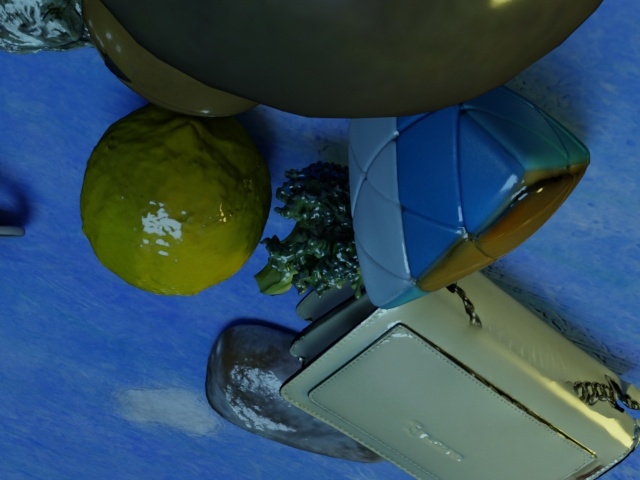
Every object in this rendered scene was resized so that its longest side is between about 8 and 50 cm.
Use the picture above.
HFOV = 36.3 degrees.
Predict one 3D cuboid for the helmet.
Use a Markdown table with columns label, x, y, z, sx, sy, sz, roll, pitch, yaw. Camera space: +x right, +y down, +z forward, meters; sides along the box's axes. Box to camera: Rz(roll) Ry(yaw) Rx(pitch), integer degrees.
| label | x | y | z | sx | sy | sz | roll | pitch | yaw |
| --- | --- | --- | --- | --- | --- | --- | --- | --- | --- |
| helmet | -0.116 | -0.189 | 0.875 | 0.224 | 0.130 | 0.198 | 36 | 139 | -20 |

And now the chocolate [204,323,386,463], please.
| label | x | y | z | sx | sy | sz | roll | pitch | yaw |
| --- | --- | --- | --- | --- | --- | --- | --- | --- | --- |
| chocolate | -0.012 | 0.222 | 1.312 | 0.303 | 0.100 | 0.185 | 19 | 136 | -5 |

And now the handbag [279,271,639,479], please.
| label | x | y | z | sx | sy | sz | roll | pitch | yaw |
| --- | --- | --- | --- | --- | --- | --- | --- | --- | --- |
| handbag | 0.163 | 0.155 | 1.126 | 0.359 | 0.160 | 0.237 | 35 | 131 | -20 |

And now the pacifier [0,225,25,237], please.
| label | x | y | z | sx | sy | sz | roll | pitch | yaw |
| --- | --- | --- | --- | --- | --- | --- | --- | --- | --- |
| pacifier | -0.505 | 0.030 | 1.184 | 0.279 | 0.227 | 0.207 | 0 | 92 | 21 |

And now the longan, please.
| label | x | y | z | sx | sy | sz | roll | pitch | yaw |
| --- | --- | --- | --- | --- | --- | --- | --- | --- | --- |
| longan | 0.010 | -0.261 | 0.598 | 0.405 | 0.404 | 0.336 | 15 | 175 | 4 |

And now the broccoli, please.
| label | x | y | z | sx | sy | sz | roll | pitch | yaw |
| --- | --- | --- | --- | --- | --- | --- | --- | --- | --- |
| broccoli | 0.000 | 0.000 | 0.993 | 0.155 | 0.167 | 0.160 | 19 | 128 | -39 |

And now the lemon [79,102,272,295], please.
| label | x | y | z | sx | sy | sz | roll | pitch | yaw |
| --- | --- | --- | --- | --- | --- | --- | --- | --- | --- |
| lemon | -0.147 | -0.040 | 0.996 | 0.192 | 0.192 | 0.231 | 23 | 138 | -5 |

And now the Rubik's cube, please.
| label | x | y | z | sx | sy | sz | roll | pitch | yaw |
| --- | --- | --- | --- | --- | --- | --- | --- | --- | --- |
| Rubik's cube | 0.135 | -0.095 | 0.882 | 0.255 | 0.254 | 0.254 | 10 | 138 | 9 |

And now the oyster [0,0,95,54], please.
| label | x | y | z | sx | sy | sz | roll | pitch | yaw |
| --- | --- | --- | --- | --- | --- | --- | --- | --- | --- |
| oyster | -0.294 | -0.245 | 0.935 | 0.125 | 0.064 | 0.177 | -20 | 117 | 17 |
